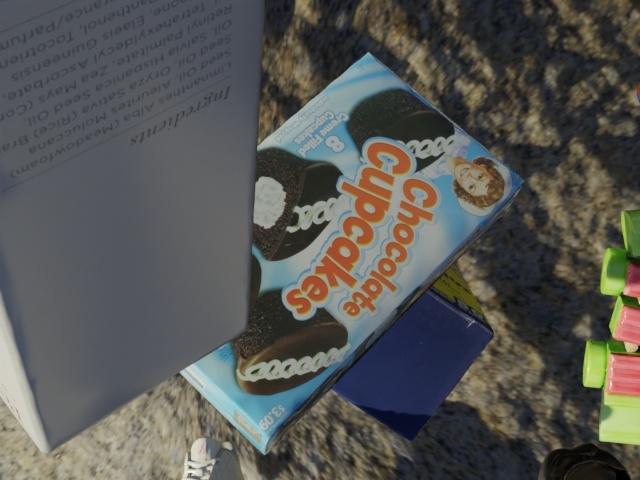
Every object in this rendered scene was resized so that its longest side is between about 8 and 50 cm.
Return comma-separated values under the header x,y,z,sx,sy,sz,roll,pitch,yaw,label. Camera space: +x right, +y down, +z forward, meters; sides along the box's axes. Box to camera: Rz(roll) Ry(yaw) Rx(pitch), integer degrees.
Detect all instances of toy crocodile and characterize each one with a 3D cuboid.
x,y,z,sx,sy,sz,roll,pitch,yaw,label
0.428,0.119,1.442,0.115,0.105,0.341,9,103,10,toy crocodile

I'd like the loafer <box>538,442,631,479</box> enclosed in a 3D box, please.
x,y,z,sx,sy,sz,roll,pitch,yaw,label
0.330,0.300,1.323,0.078,0.220,0.080,15,103,32,loafer

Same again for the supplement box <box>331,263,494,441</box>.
x,y,z,sx,sy,sz,roll,pitch,yaw,label
0.098,0.104,1.572,0.194,0.356,0.195,34,100,-9,supplement box

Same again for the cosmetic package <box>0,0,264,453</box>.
x,y,z,sx,sy,sz,roll,pitch,yaw,label
-0.158,-0.104,0.539,0.161,0.453,0.230,-32,63,-24,cosmetic package

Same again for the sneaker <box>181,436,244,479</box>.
x,y,z,sx,sy,sz,roll,pitch,yaw,label
-0.150,0.308,1.326,0.090,0.232,0.115,-6,92,6,sneaker

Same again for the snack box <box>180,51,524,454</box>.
x,y,z,sx,sy,sz,roll,pitch,yaw,label
0.000,0.000,0.900,0.187,0.060,0.322,41,67,12,snack box

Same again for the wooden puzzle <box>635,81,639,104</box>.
x,y,z,sx,sy,sz,roll,pitch,yaw,label
0.566,-0.262,1.691,0.080,0.348,0.322,-2,42,2,wooden puzzle
